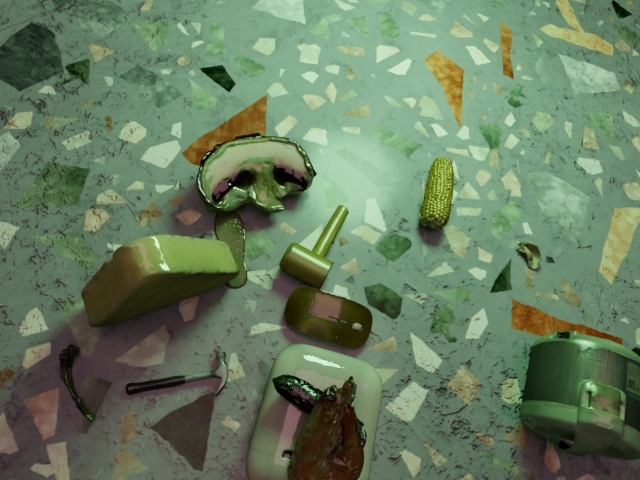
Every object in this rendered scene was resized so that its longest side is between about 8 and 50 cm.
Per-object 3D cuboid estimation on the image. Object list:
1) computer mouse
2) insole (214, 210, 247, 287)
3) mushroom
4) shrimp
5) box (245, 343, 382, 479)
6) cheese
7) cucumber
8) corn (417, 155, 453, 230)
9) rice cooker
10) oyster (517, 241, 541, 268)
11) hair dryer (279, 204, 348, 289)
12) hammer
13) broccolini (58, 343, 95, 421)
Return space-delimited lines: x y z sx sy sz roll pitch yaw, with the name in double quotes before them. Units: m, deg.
"computer mouse" 0.025 0.209 1.174 0.245 0.056 0.126 21 80 -4
"insole" -0.254 0.015 1.236 0.086 0.005 0.253 -8 70 -13
"mushroom" -0.193 -0.184 1.271 0.344 0.130 0.247 -25 91 -17
"shrimp" 0.027 0.415 0.892 0.154 0.062 0.294 16 101 -1
"box" -0.007 0.440 1.035 0.289 0.141 0.349 17 66 -4
"cheese" -0.418 0.107 1.039 0.384 0.384 0.104 -20 80 -17
"cucumber" 0.000 0.370 0.953 0.245 0.067 0.067 37 67 6
"corn" 0.378 -0.153 1.376 0.091 0.091 0.260 34 60 -35
"rice cooker" 0.672 0.403 1.099 0.288 0.288 0.277 24 64 0
"oyster" 0.668 0.047 1.387 0.081 0.038 0.083 8 92 4
"hair dryer" 0.000 0.000 1.256 0.135 0.090 0.278 28 60 4
"hammer" -0.353 0.353 1.070 0.246 0.029 0.103 -9 70 -12
"broccolini" -0.588 0.345 1.031 0.052 0.054 0.194 -27 80 12
